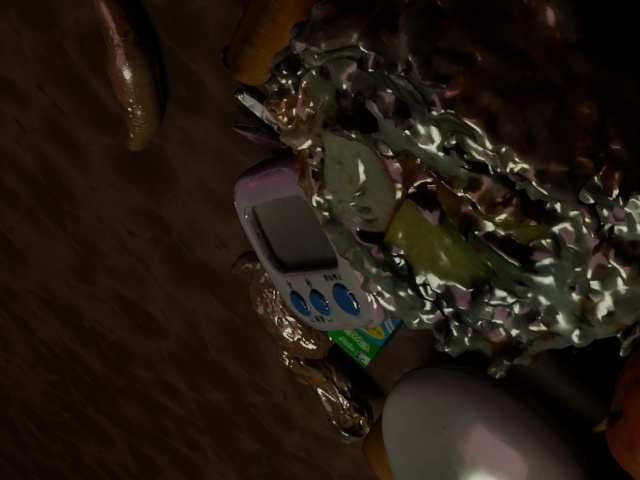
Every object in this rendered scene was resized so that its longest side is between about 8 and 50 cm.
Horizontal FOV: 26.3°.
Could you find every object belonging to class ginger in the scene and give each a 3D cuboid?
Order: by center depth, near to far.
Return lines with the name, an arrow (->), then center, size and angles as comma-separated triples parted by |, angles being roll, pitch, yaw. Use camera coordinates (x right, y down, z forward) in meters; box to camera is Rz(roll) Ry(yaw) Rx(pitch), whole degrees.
ginger -> -0.009, 0.122, 1.652 | 0.122, 0.084, 0.290 | -7, 124, 28

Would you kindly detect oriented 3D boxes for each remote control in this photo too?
remote control -> 0.164, 0.251, 1.279 | 0.221, 0.103, 0.332 | 11, 132, 38

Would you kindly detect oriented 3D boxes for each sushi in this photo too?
sushi -> 0.127, -0.054, 1.114 | 0.417, 0.176, 0.417 | 31, 153, 18

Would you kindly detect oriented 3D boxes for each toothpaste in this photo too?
toothpaste -> 0.074, 0.056, 1.465 | 0.065, 0.050, 0.266 | 40, 152, 6

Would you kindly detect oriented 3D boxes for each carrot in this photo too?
carrot -> -0.032, -0.210, 1.218 | 0.067, 0.067, 0.225 | 43, 153, -2

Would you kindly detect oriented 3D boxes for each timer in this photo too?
timer -> 0.000, 0.000, 1.385 | 0.190, 0.069, 0.208 | 62, 155, -10

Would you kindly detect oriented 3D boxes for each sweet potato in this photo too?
sweet potato -> -0.206, -0.192, 1.470 | 0.078, 0.058, 0.255 | 44, 156, 43

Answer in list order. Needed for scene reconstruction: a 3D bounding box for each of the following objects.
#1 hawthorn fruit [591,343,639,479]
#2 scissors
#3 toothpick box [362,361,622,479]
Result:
hawthorn fruit -> 0.332, 0.148, 1.085 | 0.262, 0.210, 0.210 | -7, 128, 27
scissors -> -0.015, -0.095, 1.401 | 0.187, 0.020, 0.133 | 30, 147, 18
toothpick box -> 0.196, 0.273, 1.483 | 0.294, 0.192, 0.192 | 41, 152, 16
